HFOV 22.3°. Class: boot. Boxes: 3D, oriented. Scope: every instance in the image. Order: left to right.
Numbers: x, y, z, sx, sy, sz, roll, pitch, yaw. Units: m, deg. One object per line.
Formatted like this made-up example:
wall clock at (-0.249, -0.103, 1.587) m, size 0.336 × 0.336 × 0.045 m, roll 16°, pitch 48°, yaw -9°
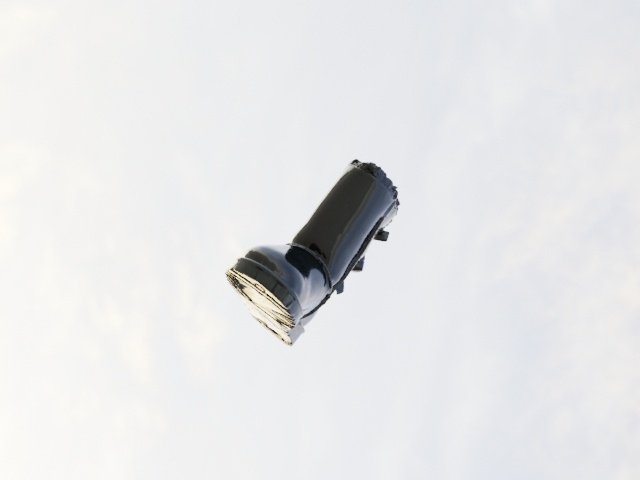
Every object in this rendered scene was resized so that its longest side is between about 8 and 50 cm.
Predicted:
boot at (0.000, 0.000, 0.846) m, size 0.045 × 0.099 × 0.121 m, roll 36°, pitch -10°, yaw 13°
